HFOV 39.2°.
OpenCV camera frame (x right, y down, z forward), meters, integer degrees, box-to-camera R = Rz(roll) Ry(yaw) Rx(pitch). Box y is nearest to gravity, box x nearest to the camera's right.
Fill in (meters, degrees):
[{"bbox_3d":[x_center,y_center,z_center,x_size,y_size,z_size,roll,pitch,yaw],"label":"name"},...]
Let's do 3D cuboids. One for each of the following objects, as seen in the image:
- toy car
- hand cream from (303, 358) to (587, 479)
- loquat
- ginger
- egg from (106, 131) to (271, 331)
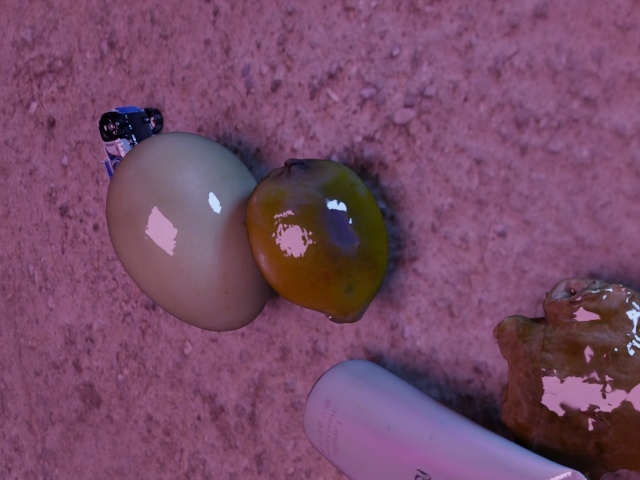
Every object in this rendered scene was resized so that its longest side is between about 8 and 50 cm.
[{"bbox_3d":[-0.241,-0.094,1.198,0.070,0.080,0.170,-20,89,40],"label":"toy car"},{"bbox_3d":[0.116,0.239,0.913,0.359,0.118,0.185,27,114,52],"label":"hand cream"},{"bbox_3d":[0.000,0.000,0.992,0.152,0.152,0.195,-13,106,38],"label":"loquat"},{"bbox_3d":[0.291,0.129,0.825,0.270,0.123,0.218,-24,92,29],"label":"ginger"},{"bbox_3d":[-0.150,-0.009,1.080,0.189,0.188,0.253,-25,96,38],"label":"egg"}]
